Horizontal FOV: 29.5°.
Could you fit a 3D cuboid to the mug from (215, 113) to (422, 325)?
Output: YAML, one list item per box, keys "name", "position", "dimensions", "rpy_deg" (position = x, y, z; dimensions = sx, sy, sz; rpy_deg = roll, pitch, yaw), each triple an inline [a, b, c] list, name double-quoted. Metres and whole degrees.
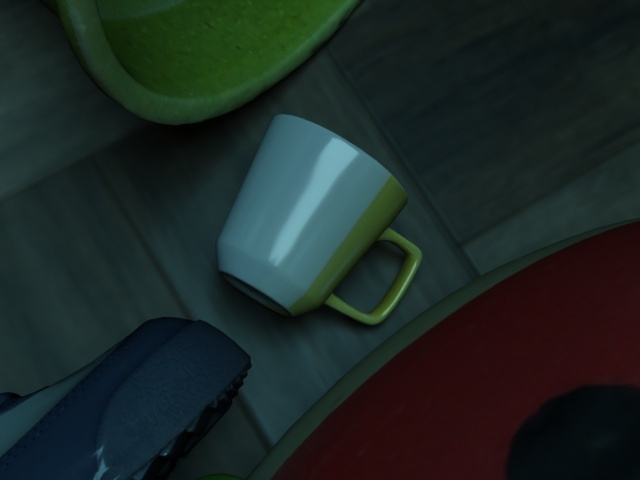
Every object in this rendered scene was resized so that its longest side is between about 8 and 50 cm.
- name: "mug"
  position: [-0.002, -0.002, 0.471]
  dimensions: [0.078, 0.062, 0.064]
  rpy_deg: [30, 79, 10]

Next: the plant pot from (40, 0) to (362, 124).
- name: "plant pot"
  position: [-0.091, -0.223, 0.445]
  dimensions: [0.254, 0.276, 0.276]
  rpy_deg: [32, 71, 16]

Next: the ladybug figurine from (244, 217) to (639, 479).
- name: "ladybug figurine"
  position: [0.101, 0.159, 0.375]
  dimensions: [0.305, 0.162, 0.449]
  rpy_deg: [36, 71, 6]

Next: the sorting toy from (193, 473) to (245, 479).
- name: "sorting toy"
  position: [-0.039, 0.095, 0.342]
  dimensions: [0.061, 0.102, 0.042]
  rpy_deg: [-45, 121, 10]

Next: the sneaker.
- name: "sneaker"
  position: [-0.172, 0.101, 0.388]
  dimensions: [0.319, 0.112, 0.131]
  rpy_deg: [-37, 81, -18]
